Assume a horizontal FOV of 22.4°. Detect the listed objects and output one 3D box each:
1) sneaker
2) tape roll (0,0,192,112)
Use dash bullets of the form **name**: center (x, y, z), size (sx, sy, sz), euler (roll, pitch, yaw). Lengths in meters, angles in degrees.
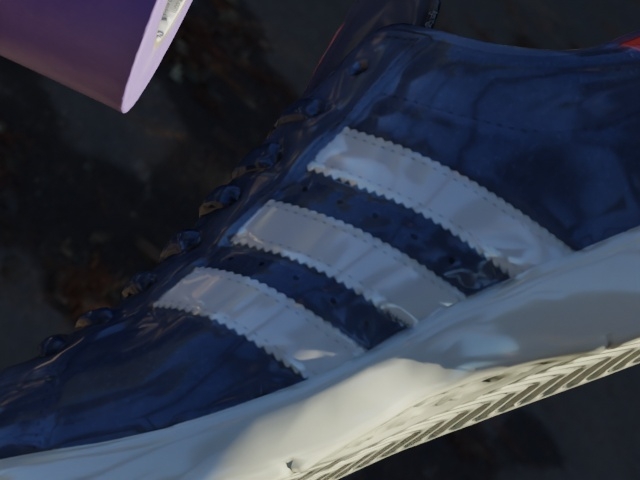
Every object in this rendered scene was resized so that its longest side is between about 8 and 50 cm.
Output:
- **sneaker**: center (0.000, 0.000, 0.536), size (0.131, 0.350, 0.148), euler (105, -36, -75)
- **tape roll**: center (-0.075, -0.153, 0.651), size (0.080, 0.189, 0.189), euler (25, 27, -5)
